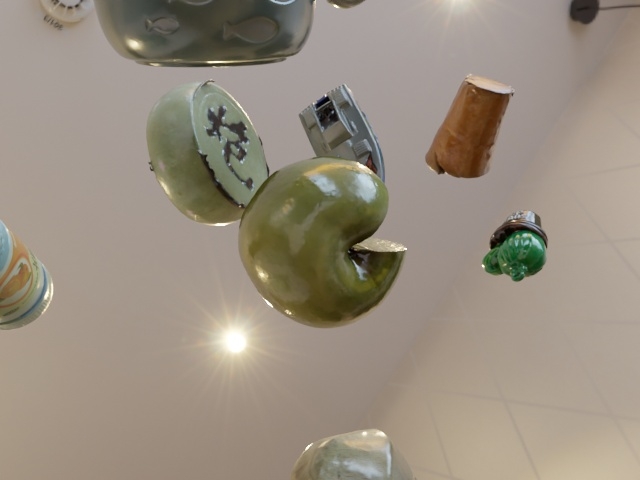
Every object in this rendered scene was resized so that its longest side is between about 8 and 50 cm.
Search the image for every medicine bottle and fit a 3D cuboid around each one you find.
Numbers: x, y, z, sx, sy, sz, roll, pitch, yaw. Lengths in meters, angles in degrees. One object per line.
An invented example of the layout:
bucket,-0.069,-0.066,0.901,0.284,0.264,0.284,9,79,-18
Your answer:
medicine bottle,-0.591,0.050,0.985,0.158,0.318,0.158,3,-110,-9

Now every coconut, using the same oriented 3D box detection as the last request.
coconut,0.063,0.423,0.949,0.224,0.224,0.224,-9,-68,-24

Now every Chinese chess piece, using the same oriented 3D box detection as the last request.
Chinese chess piece,-0.263,-0.211,1.373,0.146,0.349,0.349,-17,-58,21

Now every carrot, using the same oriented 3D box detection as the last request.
carrot,0.405,-0.318,1.549,0.195,0.196,0.254,-8,-52,-24

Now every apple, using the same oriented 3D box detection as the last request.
apple,0.000,0.000,0.974,0.292,0.254,0.292,-11,-74,-41

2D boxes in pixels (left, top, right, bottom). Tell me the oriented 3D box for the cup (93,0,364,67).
cup,-0.080,-0.341,0.624,0.356,0.259,0.275,-4,-67,-12

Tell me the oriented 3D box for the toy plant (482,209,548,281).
toy plant,0.401,0.020,1.167,0.105,0.142,0.200,50,-134,-15

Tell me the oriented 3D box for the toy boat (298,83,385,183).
toy boat,0.057,-0.184,1.159,0.129,0.295,0.088,-30,-28,16
